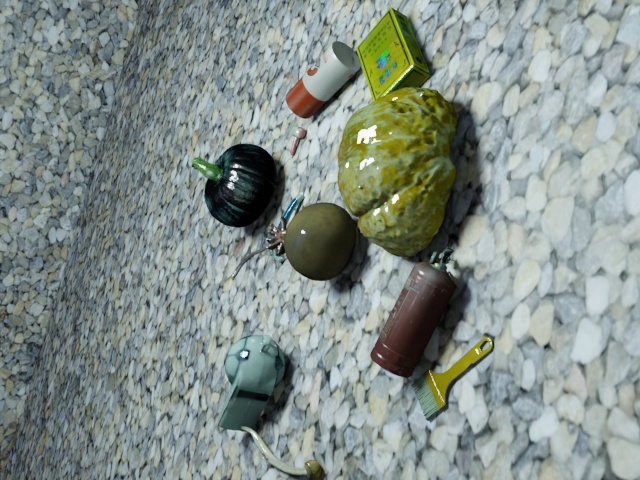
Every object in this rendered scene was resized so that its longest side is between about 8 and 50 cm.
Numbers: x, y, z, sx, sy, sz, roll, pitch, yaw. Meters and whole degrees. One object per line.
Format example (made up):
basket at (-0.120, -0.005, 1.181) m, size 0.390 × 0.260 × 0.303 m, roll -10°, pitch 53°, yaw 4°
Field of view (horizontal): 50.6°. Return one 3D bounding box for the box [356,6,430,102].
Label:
box at (0.169, -0.428, 1.613) m, size 0.141 × 0.064 × 0.220 m, roll -44°, pitch 42°, yaw 35°

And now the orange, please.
orange at (0.147, -0.161, 1.412) m, size 0.271 × 0.210 × 0.369 m, roll -26°, pitch 54°, yaw 49°

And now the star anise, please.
star anise at (-0.121, 0.039, 1.805) m, size 0.148 × 0.218 × 0.227 m, roll 60°, pitch 158°, yaw 4°

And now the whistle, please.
whistle at (-0.175, 0.336, 1.703) m, size 0.290 × 0.163 × 0.164 m, roll -64°, pitch 33°, yaw 37°

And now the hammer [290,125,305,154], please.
hammer at (-0.071, -0.281, 1.914) m, size 0.052 × 0.031 × 0.083 m, roll 34°, pitch 110°, yaw 58°

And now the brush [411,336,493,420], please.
brush at (0.250, 0.247, 1.266) m, size 0.205 × 0.011 × 0.083 m, roll -49°, pitch 40°, yaw 29°

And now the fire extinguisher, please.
fire extinguisher at (0.194, 0.130, 1.314) m, size 0.105 × 0.104 × 0.269 m, roll 41°, pitch 108°, yaw 53°

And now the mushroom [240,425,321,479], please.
mushroom at (-0.099, 0.509, 1.603) m, size 0.306 × 0.043 × 0.068 m, roll 4°, pitch 83°, yaw 51°

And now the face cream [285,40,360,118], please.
face cream at (0.003, -0.425, 1.811) m, size 0.214 × 0.095 × 0.096 m, roll -39°, pitch 47°, yaw 39°

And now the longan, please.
longan at (0.000, 0.000, 1.581) m, size 0.189 × 0.189 × 0.189 m, roll -26°, pitch 56°, yaw 46°

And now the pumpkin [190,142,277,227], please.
pumpkin at (-0.256, -0.169, 1.930) m, size 0.248 × 0.248 × 0.248 m, roll -26°, pitch 56°, yaw 46°

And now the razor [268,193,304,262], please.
razor at (-0.096, -0.039, 1.837) m, size 0.068 × 0.037 × 0.191 m, roll 34°, pitch 104°, yaw 55°
